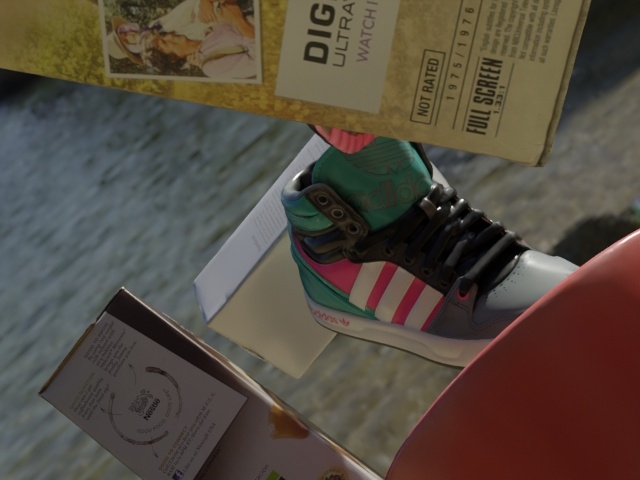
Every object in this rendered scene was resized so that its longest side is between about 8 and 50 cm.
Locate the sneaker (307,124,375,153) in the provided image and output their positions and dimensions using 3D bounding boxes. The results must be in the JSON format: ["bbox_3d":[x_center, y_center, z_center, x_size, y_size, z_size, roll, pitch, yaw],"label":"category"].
[{"bbox_3d":[0.013,-0.081,0.898,0.119,0.057,0.047,-9,-59,-62],"label":"sneaker"}]

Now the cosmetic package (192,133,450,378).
[{"bbox_3d":[0.000,0.000,1.437,0.231,0.117,0.085,-48,30,12],"label":"cosmetic package"}]

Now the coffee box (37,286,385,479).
[{"bbox_3d":[-0.057,0.151,1.105,0.098,0.246,0.141,-53,-23,-4],"label":"coffee box"}]

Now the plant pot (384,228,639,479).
[{"bbox_3d":[0.213,0.155,0.887,0.275,0.243,0.275,-34,-24,-17],"label":"plant pot"}]

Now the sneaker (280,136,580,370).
[{"bbox_3d":[0.078,-0.014,1.183,0.296,0.178,0.124,7,39,44],"label":"sneaker"}]

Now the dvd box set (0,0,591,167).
[{"bbox_3d":[-0.089,-0.201,0.577,0.062,0.421,0.307,-79,-2,-56],"label":"dvd box set"}]
